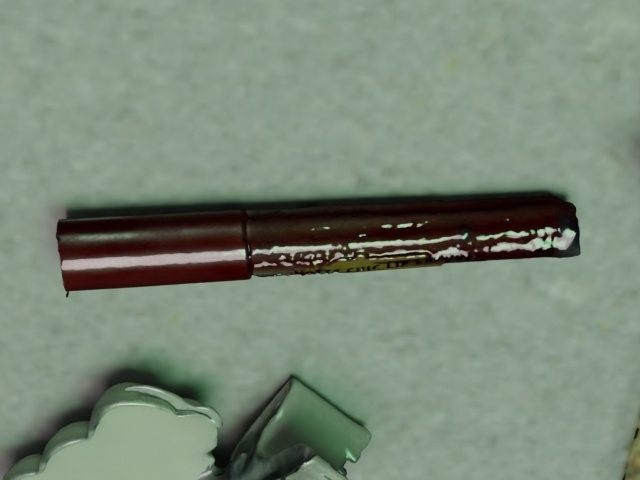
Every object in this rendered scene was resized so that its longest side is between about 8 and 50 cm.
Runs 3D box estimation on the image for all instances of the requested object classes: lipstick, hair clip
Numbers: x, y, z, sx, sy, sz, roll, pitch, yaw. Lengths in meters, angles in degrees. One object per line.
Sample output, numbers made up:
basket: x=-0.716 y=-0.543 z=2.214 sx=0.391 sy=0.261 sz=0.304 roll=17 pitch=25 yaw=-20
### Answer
lipstick: x=0.000 y=-0.001 z=0.634 sx=0.177 sy=0.027 sz=0.027 roll=-4 pitch=125 yaw=-1
hair clip: x=-0.070 y=0.131 z=0.710 sx=0.220 sy=0.054 sz=0.140 roll=-38 pitch=122 yaw=25
